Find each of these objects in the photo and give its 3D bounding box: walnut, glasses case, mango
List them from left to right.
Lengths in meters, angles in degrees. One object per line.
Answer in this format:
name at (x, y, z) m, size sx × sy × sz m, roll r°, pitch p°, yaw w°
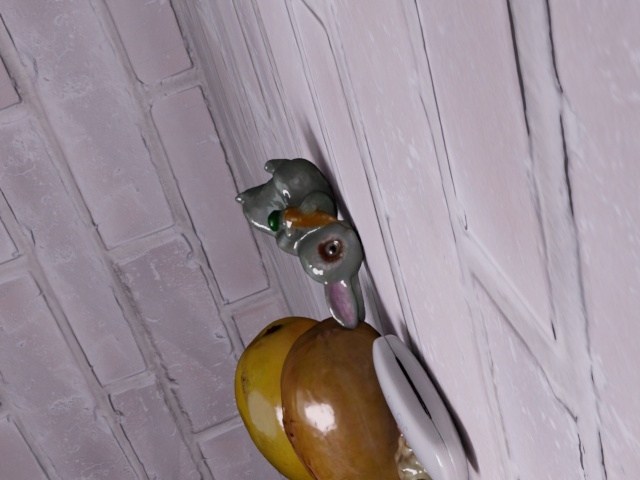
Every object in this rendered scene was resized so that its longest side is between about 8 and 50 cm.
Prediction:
mango at (-0.001, 0.327, 2.039) m, size 0.300 × 0.232 × 0.445 m, roll -101°, pitch -14°, yaw -48°
walnut at (0.042, 0.252, 1.572) m, size 0.203 × 0.203 × 0.297 m, roll -127°, pitch 22°, yaw -68°
glasses case at (0.120, 0.208, 1.360) m, size 0.233 × 0.059 × 0.092 m, roll -120°, pitch 12°, yaw -48°

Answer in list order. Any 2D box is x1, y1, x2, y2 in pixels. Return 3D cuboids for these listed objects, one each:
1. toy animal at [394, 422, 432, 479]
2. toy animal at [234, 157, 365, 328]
toy animal at (0.170, 0.366, 1.415) m, size 0.157 × 0.097 × 0.312 m, roll -79°, pitch -33°, yaw -82°
toy animal at (0.003, -0.002, 1.530) m, size 0.251 × 0.127 × 0.125 m, roll 52°, pitch 158°, yaw 14°
